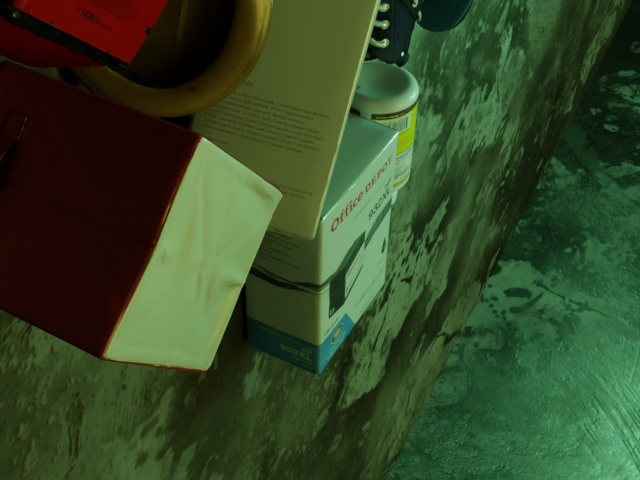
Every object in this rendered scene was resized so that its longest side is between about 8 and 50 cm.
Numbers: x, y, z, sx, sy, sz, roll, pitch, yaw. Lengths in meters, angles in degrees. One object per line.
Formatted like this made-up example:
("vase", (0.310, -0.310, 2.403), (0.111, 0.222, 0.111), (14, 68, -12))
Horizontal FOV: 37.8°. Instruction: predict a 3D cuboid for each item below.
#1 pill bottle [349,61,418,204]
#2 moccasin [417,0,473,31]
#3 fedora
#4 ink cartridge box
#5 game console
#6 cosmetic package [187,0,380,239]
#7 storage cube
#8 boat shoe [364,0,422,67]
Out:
("pill bottle", (0.080, -0.149, 1.393), (0.117, 0.117, 0.215), (-50, 154, -39))
("moccasin", (0.219, -0.481, 1.382), (0.117, 0.138, 0.342), (-43, 150, -57))
("fedora", (-0.135, -0.204, 0.798), (0.079, 0.194, 0.194), (-105, -158, -58))
("ink cartridge box", (0.000, 0.000, 1.324), (0.223, 0.129, 0.307), (-50, 153, -39))
("game console", (-0.196, -0.177, 0.679), (0.124, 0.085, 0.144), (-57, 161, 7))
("cosmetic package", (-0.028, -0.211, 0.934), (0.197, 0.155, 0.365), (-80, -173, -71))
("storage cube", (-0.174, -0.012, 0.784), (0.183, 0.193, 0.215), (-67, 159, -4))
("boat shoe", (0.063, -0.307, 1.167), (0.340, 0.127, 0.158), (-6, 109, -68))
